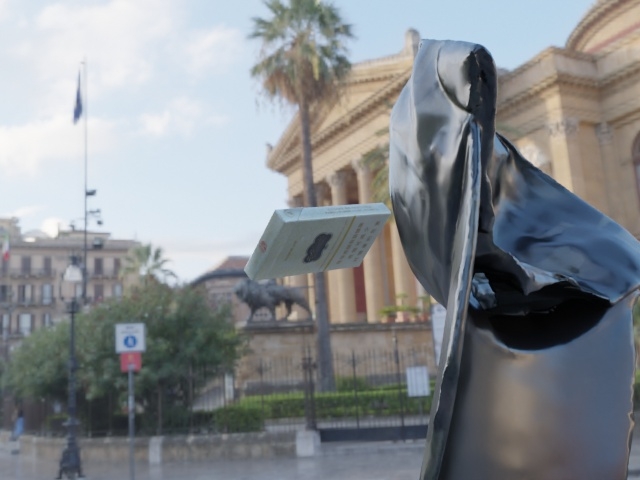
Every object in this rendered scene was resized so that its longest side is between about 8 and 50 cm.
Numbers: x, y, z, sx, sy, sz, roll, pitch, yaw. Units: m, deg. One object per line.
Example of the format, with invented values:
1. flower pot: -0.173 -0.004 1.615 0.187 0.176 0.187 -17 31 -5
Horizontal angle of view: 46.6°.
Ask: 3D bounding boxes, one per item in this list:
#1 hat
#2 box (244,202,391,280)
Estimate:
1. hat: 0.122 0.050 0.601 0.366 0.381 0.257 39 -14 -36
2. box: 0.000 0.000 0.843 0.167 0.024 0.090 -6 -44 -42
